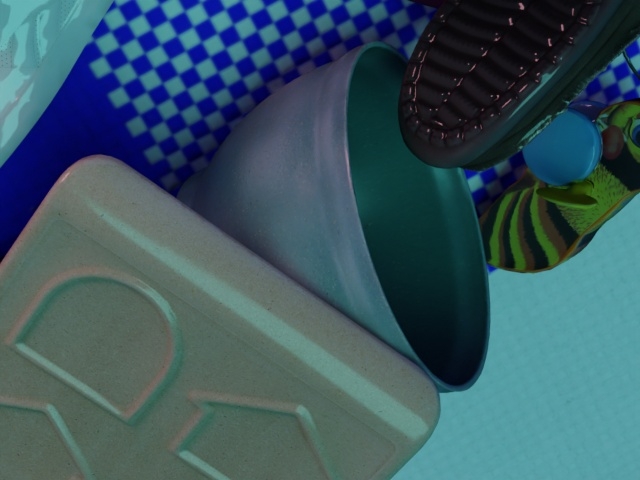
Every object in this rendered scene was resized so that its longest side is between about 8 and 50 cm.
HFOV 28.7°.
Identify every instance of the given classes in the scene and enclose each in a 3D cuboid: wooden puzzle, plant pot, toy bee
[{"bbox_3d":[-0.131,0.142,0.962,0.322,0.080,0.348,35,113,-10],"label":"wooden puzzle"},{"bbox_3d":[0.000,0.000,1.056,0.196,0.293,0.293,-14,124,24],"label":"plant pot"},{"bbox_3d":[0.262,-0.069,1.119,0.195,0.162,0.298,-34,155,-39],"label":"toy bee"}]

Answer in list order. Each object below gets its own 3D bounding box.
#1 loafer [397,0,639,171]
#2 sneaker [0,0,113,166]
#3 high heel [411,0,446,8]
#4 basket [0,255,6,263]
[{"bbox_3d":[0.215,-0.185,0.994,0.366,0.134,0.130,-47,138,-1],"label":"loafer"},{"bbox_3d":[-0.262,-0.190,0.966,0.169,0.108,0.292,30,96,-25],"label":"sneaker"},{"bbox_3d":[0.136,-0.218,1.095,0.244,0.117,0.082,12,73,-41],"label":"high heel"},{"bbox_3d":[-0.251,0.089,1.085,0.227,0.154,0.204,-29,98,-5],"label":"basket"}]
